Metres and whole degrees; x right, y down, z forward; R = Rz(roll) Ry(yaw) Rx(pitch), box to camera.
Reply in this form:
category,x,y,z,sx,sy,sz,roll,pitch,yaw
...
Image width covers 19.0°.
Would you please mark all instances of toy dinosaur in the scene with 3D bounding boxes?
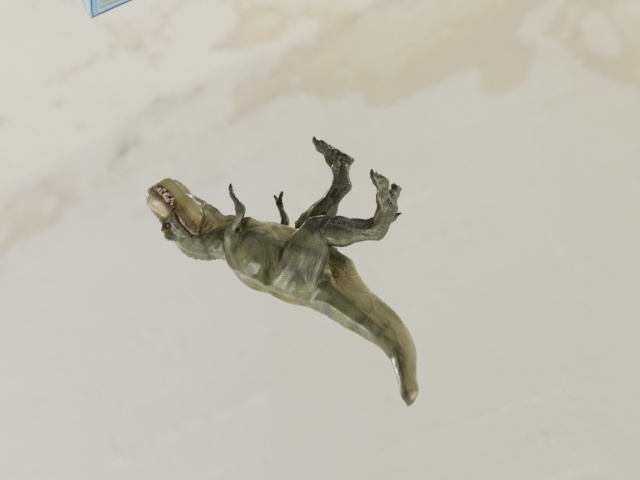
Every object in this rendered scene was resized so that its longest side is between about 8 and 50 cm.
category,x,y,z,sx,sy,sz,roll,pitch,yaw
toy dinosaur,0.000,0.000,1.272,0.268,0.064,0.118,31,-87,38

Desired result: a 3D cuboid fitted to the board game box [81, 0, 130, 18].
category,x,y,z,sx,sy,sz,roll,pitch,yaw
board game box,-0.078,-0.250,1.358,0.211,0.160,0.039,-25,-108,-14
